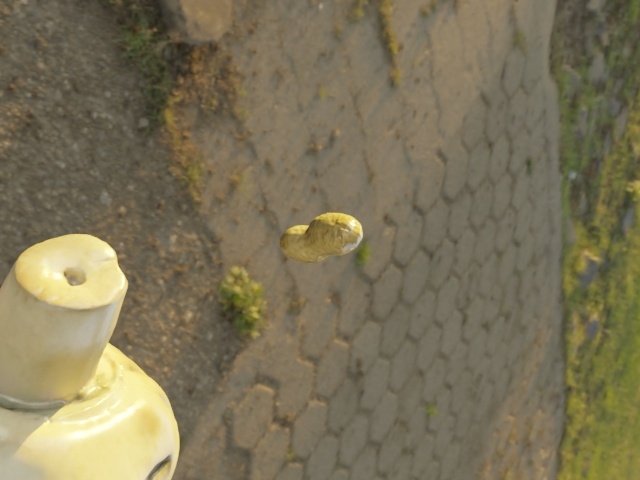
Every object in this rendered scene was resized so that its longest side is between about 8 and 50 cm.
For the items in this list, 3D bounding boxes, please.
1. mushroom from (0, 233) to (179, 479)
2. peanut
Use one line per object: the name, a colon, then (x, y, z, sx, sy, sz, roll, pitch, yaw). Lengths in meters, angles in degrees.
mushroom: (-0.340, 0.197, 0.978, 0.325, 0.353, 0.353, -33, 133, -29)
peanut: (0.000, 0.000, 0.711, 0.037, 0.083, 0.037, 23, 58, -44)
